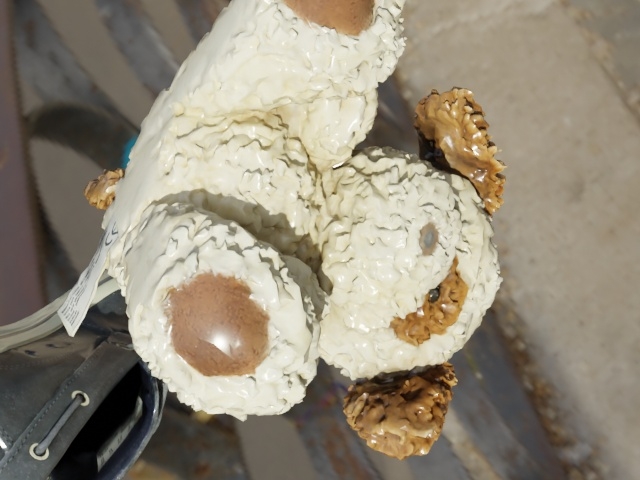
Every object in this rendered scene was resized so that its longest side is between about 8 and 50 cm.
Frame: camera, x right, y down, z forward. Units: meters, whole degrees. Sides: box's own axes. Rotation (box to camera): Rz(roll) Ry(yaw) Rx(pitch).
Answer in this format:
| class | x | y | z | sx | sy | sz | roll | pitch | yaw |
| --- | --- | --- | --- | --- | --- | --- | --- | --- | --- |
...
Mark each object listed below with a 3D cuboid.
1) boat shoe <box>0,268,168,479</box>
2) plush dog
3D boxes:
| class | x | y | z | sx | sy | sz | roll | pitch | yaw |
| --- | --- | --- | --- | --- | --- | --- | --- | --- | --- |
| boat shoe | -0.214 | 0.144 | 1.393 | 0.186 | 0.156 | 0.500 | -55 | -9 | 17 |
| plush dog | 0.000 | 0.000 | 0.899 | 0.211 | 0.225 | 0.262 | -19 | 50 | 59 |
